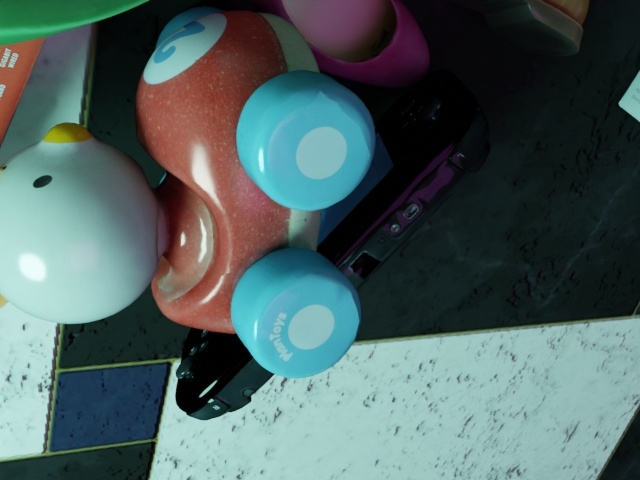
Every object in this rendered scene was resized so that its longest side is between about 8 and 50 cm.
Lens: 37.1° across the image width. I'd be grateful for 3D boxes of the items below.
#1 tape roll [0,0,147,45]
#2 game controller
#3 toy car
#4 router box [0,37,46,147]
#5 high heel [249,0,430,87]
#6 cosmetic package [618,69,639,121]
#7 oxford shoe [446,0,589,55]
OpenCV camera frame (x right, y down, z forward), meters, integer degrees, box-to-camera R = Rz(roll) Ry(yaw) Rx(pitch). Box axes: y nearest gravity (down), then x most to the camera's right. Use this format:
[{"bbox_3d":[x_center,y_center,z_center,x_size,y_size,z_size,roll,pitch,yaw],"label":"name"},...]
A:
[{"bbox_3d":[-0.157,-0.246,0.396,0.321,0.077,0.322,-3,95,-35],"label":"tape roll"},{"bbox_3d":[0.000,0.000,0.733,0.067,0.166,0.319,38,104,-25],"label":"game controller"},{"bbox_3d":[-0.121,-0.031,0.579,0.237,0.219,0.210,-7,116,-23],"label":"toy car"},{"bbox_3d":[-0.300,-0.153,0.501,0.301,0.082,0.336,13,119,-35],"label":"router box"},{"bbox_3d":[0.014,-0.158,0.636,0.082,0.117,0.244,-51,131,4],"label":"high heel"},{"bbox_3d":[0.442,-0.205,0.774,0.155,0.197,0.366,11,122,-34],"label":"cosmetic package"},{"bbox_3d":[0.120,-0.213,0.699,0.212,0.076,0.076,22,84,-36],"label":"oxford shoe"}]
